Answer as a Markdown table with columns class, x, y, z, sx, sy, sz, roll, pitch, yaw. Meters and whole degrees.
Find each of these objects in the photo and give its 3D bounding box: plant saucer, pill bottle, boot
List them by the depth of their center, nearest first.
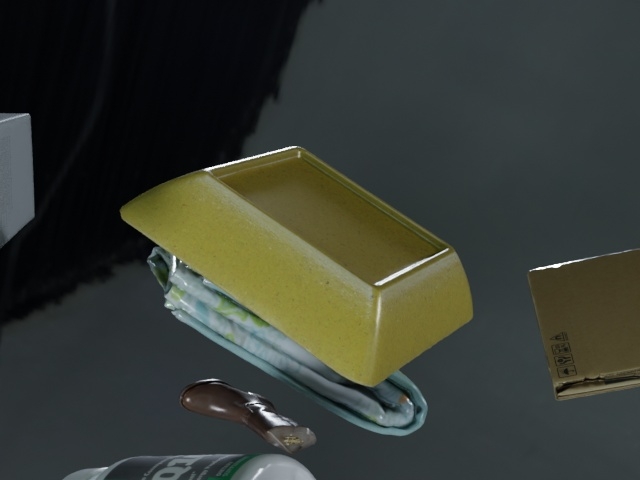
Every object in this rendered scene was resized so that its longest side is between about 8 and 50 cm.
| class | x | y | z | sx | sy | sz | roll | pitch | yaw |
| --- | --- | --- | --- | --- | --- | --- | --- | --- | --- |
| boot | -0.070 | 0.172 | 1.356 | 0.106 | 0.037 | 0.114 | 9 | 11 | -29 |
| plant saucer | 0.000 | 0.000 | 1.558 | 0.333 | 0.081 | 0.333 | 35 | 23 | 16 |
| pill bottle | -0.183 | 0.381 | 1.821 | 0.361 | 0.204 | 0.204 | -9 | 9 | 38 |

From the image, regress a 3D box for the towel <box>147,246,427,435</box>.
| class | x | y | z | sx | sy | sz | roll | pitch | yaw |
| --- | --- | --- | --- | --- | --- | --- | --- | --- | --- |
| towel | -0.054 | 0.111 | 1.860 | 0.374 | 0.090 | 0.320 | 33 | 3 | -16 |

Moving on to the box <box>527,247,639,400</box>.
| class | x | y | z | sx | sy | sz | roll | pitch | yaw |
| --- | --- | --- | --- | --- | --- | --- | --- | --- | --- |
| box | 0.285 | 0.070 | 1.305 | 0.165 | 0.021 | 0.201 | -11 | 28 | 7 |

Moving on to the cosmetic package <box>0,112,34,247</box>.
| class | x | y | z | sx | sy | sz | roll | pitch | yaw |
| --- | --- | --- | --- | --- | --- | --- | --- | --- | --- |
| cosmetic package | -0.504 | -0.077 | 1.781 | 0.230 | 0.161 | 0.453 | -1 | 7 | -5 |
